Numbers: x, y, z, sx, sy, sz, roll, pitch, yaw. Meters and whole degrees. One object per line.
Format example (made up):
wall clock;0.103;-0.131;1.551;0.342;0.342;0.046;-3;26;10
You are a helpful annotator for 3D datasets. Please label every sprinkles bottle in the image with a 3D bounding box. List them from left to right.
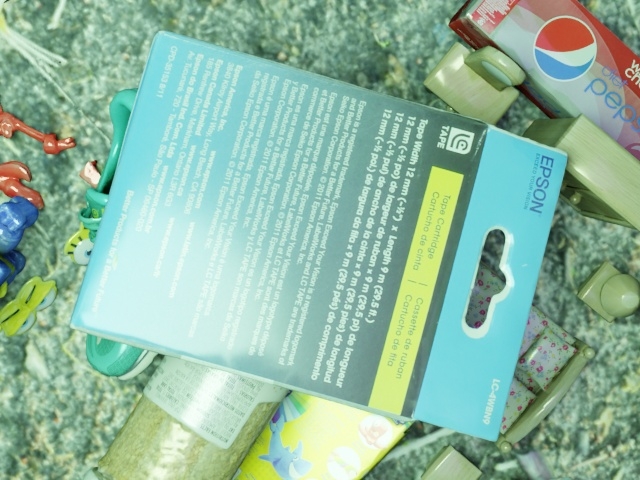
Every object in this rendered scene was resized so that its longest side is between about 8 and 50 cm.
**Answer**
sprinkles bottle;-0.091;0.130;0.940;0.121;0.121;0.355;32;83;-6

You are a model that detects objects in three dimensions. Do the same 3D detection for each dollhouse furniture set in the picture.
dollhouse furniture set;0.136;0.044;0.948;0.303;0.174;0.355;39;92;-6

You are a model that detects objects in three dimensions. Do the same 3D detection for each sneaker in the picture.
sneaker;-0.181;-0.009;0.942;0.107;0.110;0.275;9;89;37

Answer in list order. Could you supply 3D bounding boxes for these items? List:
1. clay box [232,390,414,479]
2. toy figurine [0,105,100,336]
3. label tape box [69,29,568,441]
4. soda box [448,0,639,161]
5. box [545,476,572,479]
clay box;-0.014;0.200;0.996;0.222;0.053;0.127;-45;75;1
toy figurine;-0.358;0.041;0.894;0.191;0.217;0.362;44;91;-7
label tape box;0.000;0.000;0.845;0.348;0.115;0.249;16;83;-4
soda box;0.251;-0.155;0.974;0.263;0.092;0.083;41;93;-7
box;0.146;0.344;0.980;0.247;0.142;0.163;-8;113;-4
